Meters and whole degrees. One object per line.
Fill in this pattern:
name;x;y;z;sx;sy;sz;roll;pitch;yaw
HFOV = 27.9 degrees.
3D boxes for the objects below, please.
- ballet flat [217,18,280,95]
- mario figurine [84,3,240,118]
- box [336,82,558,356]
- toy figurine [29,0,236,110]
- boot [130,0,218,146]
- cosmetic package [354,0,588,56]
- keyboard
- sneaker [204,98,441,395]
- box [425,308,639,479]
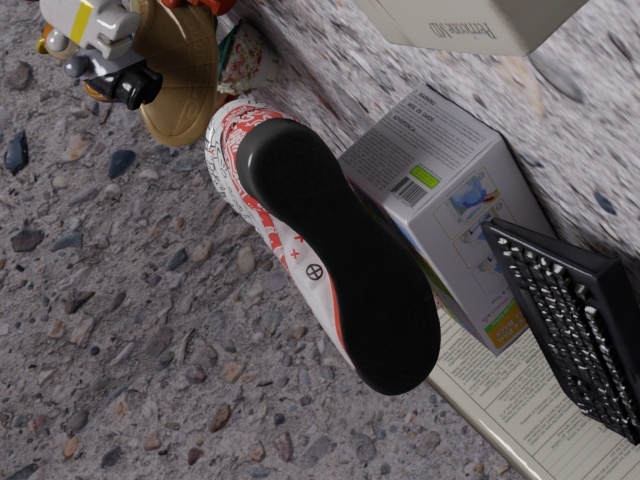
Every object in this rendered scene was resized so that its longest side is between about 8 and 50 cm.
ballet flat;-0.088;-0.215;1.552;0.077;0.091;0.241;17;-175;-9
mario figurine;-0.183;-0.234;1.691;0.170;0.198;0.320;12;-178;21
box;0.117;-0.014;1.083;0.114;0.103;0.203;42;173;47
toy figurine;-0.191;-0.254;1.235;0.148;0.209;0.213;36;172;11
boot;-0.159;-0.220;1.442;0.203;0.095;0.262;79;180;-84
cosmetic package;-0.005;-0.221;0.466;0.309;0.113;0.160;50;175;-17
keyboard;0.246;0.100;1.033;0.201;0.033;0.317;22;160;36
sneaker;0.001;-0.001;1.062;0.270;0.090;0.145;57;172;-28
box;0.241;0.174;1.276;0.311;0.148;0.121;46;176;36
